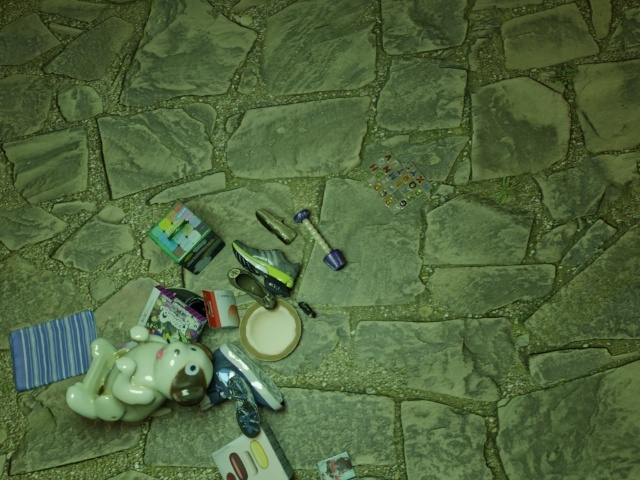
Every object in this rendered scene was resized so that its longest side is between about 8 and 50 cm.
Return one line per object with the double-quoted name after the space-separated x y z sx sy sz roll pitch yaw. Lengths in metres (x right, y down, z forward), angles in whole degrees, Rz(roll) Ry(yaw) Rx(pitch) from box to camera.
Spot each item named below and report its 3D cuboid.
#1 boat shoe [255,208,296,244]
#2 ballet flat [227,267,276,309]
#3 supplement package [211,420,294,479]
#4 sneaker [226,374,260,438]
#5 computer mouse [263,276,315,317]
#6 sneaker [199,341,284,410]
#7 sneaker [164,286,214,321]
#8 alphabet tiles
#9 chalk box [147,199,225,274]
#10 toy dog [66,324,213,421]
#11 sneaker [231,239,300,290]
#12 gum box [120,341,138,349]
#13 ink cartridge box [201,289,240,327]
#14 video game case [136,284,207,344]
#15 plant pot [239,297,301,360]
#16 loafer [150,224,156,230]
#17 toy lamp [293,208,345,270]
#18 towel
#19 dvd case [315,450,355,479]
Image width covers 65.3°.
-0.177 -0.066 2.007 0.190 0.068 0.072 43 69 5 "boat shoe"
-0.267 0.177 1.919 0.250 0.058 0.084 37 70 26 "ballet flat"
-0.228 0.765 1.711 0.194 0.149 0.203 -31 74 -5 "supplement package"
-0.246 0.555 1.681 0.080 0.081 0.211 -21 74 6 "sneaker"
-0.120 0.222 1.885 0.242 0.071 0.041 37 59 -1 "computer mouse"
-0.316 0.553 1.806 0.323 0.130 0.236 43 91 10 "sneaker"
-0.512 0.236 1.895 0.295 0.147 0.105 18 77 11 "sneaker"
0.309 -0.248 2.042 0.198 0.009 0.237 -35 74 -6 "alphabet tiles"
-0.513 -0.014 1.895 0.179 0.289 0.180 41 80 14 "chalk box"
-0.561 0.474 1.680 0.407 0.285 0.395 -20 116 18 "toy dog"
-0.213 0.078 1.949 0.300 0.111 0.121 31 64 7 "sneaker"
-0.658 0.422 1.895 0.188 0.062 0.107 -21 73 -2 "gum box"
-0.367 0.252 1.860 0.045 0.179 0.145 -20 72 11 "ink cartridge box"
-0.548 0.310 1.818 0.232 0.042 0.210 33 108 12 "video game case"
-0.189 0.337 1.897 0.236 0.032 0.236 -1 74 4 "plant pot"
-0.626 -0.049 2.040 0.148 0.050 0.056 -20 73 -1 "loafer"
0.000 0.000 1.960 0.080 0.080 0.275 -33 73 -5 "toy lamp"
-1.034 0.425 1.940 0.336 0.040 0.243 -16 73 0 "towel"
0.053 0.802 1.747 0.119 0.013 0.087 -21 73 -1 "dvd case"
